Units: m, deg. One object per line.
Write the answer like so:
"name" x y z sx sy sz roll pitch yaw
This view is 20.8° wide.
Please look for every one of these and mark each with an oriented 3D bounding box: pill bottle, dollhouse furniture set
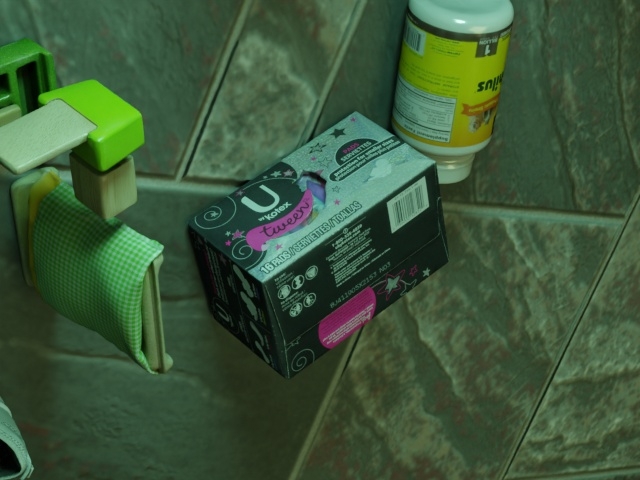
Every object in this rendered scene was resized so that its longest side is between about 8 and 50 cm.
"pill bottle" 0.143 -0.175 1.944 0.117 0.117 0.215 -20 132 -35
"dollhouse furniture set" -0.261 -0.001 1.594 0.151 0.197 0.302 -29 136 -30

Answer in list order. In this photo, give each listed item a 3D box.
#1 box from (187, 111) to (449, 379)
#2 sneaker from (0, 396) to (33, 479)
"box" 0.000 0.000 1.914 0.247 0.142 0.163 -36 138 -23
"sneaker" -0.396 0.193 1.670 0.281 0.115 0.105 -1 119 -46
